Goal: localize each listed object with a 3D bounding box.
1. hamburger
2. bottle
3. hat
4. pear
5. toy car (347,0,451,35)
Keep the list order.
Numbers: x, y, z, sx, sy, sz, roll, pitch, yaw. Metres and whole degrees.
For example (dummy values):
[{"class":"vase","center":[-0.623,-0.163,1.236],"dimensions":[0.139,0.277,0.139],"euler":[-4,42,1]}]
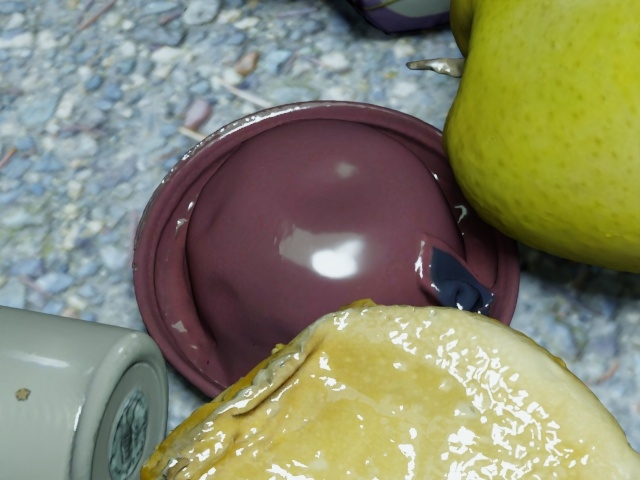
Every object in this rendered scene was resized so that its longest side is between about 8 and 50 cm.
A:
[{"class":"hamburger","center":[0.032,0.126,0.574],"dimensions":[0.213,0.108,0.214],"euler":[2,74,-8]},{"class":"bottle","center":[-0.198,0.077,0.669],"dimensions":[0.233,0.110,0.110],"euler":[10,58,15]},{"class":"hat","center":[0.000,0.000,0.704],"dimensions":[0.205,0.089,0.206],"euler":[-4,56,5]},{"class":"pear","center":[0.217,-0.114,0.638],"dimensions":[0.336,0.285,0.285],"euler":[-25,56,-7]},{"class":"toy car","center":[0.046,-0.208,0.802],"dimensions":[0.235,0.172,0.158],"euler":[-15,69,3]}]
